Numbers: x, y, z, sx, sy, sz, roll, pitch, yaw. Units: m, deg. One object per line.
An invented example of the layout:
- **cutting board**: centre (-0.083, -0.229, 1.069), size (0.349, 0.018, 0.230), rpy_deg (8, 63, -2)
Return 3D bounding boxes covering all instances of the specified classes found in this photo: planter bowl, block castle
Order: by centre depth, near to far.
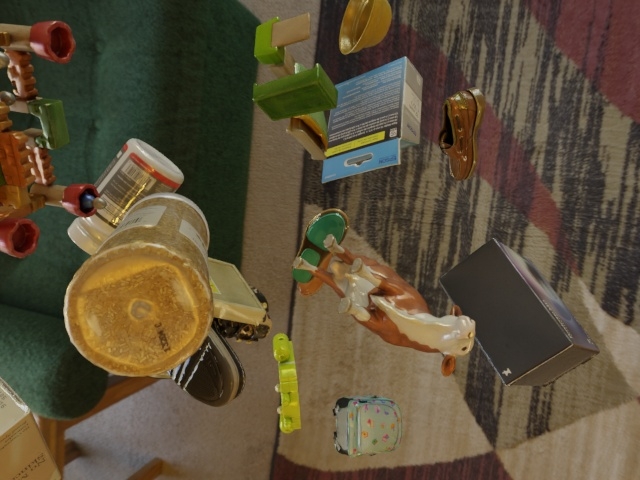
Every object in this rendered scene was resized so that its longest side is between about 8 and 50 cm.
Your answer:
- **block castle**: centre (-0.635, -0.219, 1.091), size (0.212, 0.303, 0.454), rpy_deg (10, 119, 11)
- **planter bowl**: centre (0.140, -0.622, 1.447), size (0.090, 0.217, 0.217), rpy_deg (13, 98, -22)

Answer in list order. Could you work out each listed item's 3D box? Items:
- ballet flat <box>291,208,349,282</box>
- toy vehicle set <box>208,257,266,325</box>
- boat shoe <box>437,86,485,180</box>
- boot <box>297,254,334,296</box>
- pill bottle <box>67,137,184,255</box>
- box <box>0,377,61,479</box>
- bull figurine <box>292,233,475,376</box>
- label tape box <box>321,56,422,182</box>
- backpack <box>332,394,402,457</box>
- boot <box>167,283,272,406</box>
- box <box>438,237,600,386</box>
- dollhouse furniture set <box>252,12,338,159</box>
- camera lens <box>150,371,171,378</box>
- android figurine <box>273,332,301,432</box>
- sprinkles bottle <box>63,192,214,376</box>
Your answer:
- **ballet flat**: centre (0.000, 0.000, 1.082), size (0.080, 0.073, 0.232), rpy_deg (36, 132, 0)
- **toy vehicle set**: centre (-0.245, 0.077, 0.979), size (0.035, 0.266, 0.166), rpy_deg (-55, 45, 13)
- **boat shoe**: centre (0.381, -0.288, 1.447), size (0.104, 0.307, 0.111), rpy_deg (-19, 47, -8)
- **boot**: centre (-0.014, 0.044, 1.359), size (0.072, 0.152, 0.197), rpy_deg (23, 72, 18)
- **pill bottle**: centre (-0.627, -0.127, 1.637), size (0.210, 0.210, 0.363), rpy_deg (41, 95, 10)
- **box**: centre (-0.535, 0.347, 0.819), size (0.121, 0.148, 0.311), rpy_deg (35, 140, 15)
- **bull figurine**: centre (0.089, 0.086, 0.770), size (0.188, 0.310, 0.101), rpy_deg (34, 87, -29)
- **label tape box**: centre (0.148, -0.315, 1.443), size (0.249, 0.115, 0.348), rpy_deg (-11, 62, 36)
- **backpack**: centre (0.146, 0.522, 1.447), size (0.144, 0.188, 0.166), rpy_deg (-20, 67, 53)
- **boot**: centre (-0.213, 0.187, 1.087), size (0.377, 0.284, 0.138), rpy_deg (31, 104, 36)
- **box**: centre (0.485, 0.183, 1.241), size (0.182, 0.294, 0.296), rpy_deg (-42, 56, 23)
- **dollhouse furniture set**: centre (-0.008, -0.334, 1.144), size (0.151, 0.301, 0.198), rpy_deg (-8, 68, 23)
- **camera lens**: centre (-0.495, 0.282, 1.621), size (0.219, 0.219, 0.275), rpy_deg (18, 94, 15)
- **android figurine**: centre (-0.087, 0.374, 1.321), size (0.056, 0.273, 0.249), rpy_deg (-5, 107, -4)
- **sprinkles bottle**: centre (-0.186, 0.024, 0.581), size (0.121, 0.355, 0.121), rpy_deg (-3, 102, -12)
